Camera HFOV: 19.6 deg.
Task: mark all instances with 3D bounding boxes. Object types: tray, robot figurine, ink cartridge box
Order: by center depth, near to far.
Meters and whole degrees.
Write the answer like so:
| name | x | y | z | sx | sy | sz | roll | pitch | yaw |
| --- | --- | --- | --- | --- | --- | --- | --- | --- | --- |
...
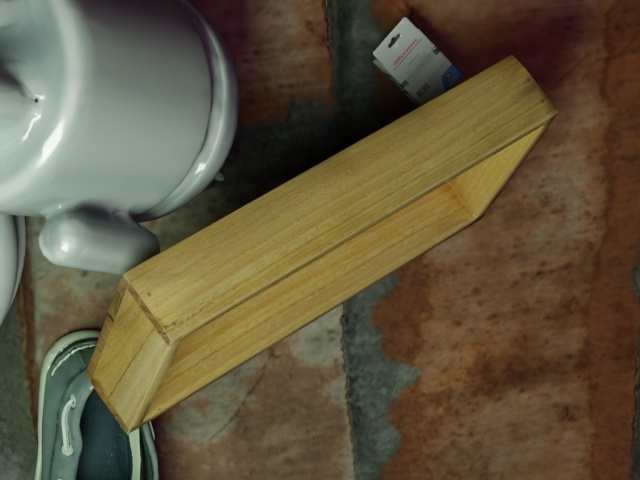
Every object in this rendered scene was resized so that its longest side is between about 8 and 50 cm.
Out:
| name | x | y | z | sx | sy | sz | roll | pitch | yaw |
| --- | --- | --- | --- | --- | --- | --- | --- | --- | --- |
| robot figurine | -0.198 | -0.117 | 1.462 | 0.353 | 0.199 | 0.300 | 6 | 70 | -58 |
| tray | 0.000 | 0.000 | 1.574 | 0.411 | 0.203 | 0.076 | -29 | 75 | -27 |
| ink cartridge box | 0.084 | -0.164 | 1.704 | 0.048 | 0.028 | 0.083 | -49 | 117 | -4 |

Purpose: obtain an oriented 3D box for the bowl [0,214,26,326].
| name | x | y | z | sx | sy | sz | roll | pitch | yaw |
| --- | --- | --- | --- | --- | --- | --- | --- | --- | --- |
| bowl | -0.370 | 0.023 | 1.505 | 0.297 | 0.134 | 0.298 | -6 | 107 | -21 |

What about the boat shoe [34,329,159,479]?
| name | x | y | z | sx | sy | sz | roll | pitch | yaw |
| --- | --- | --- | --- | --- | --- | --- | --- | --- | --- |
| boat shoe | -0.197 | 0.244 | 1.660 | 0.116 | 0.099 | 0.320 | -7 | 107 | -22 |
